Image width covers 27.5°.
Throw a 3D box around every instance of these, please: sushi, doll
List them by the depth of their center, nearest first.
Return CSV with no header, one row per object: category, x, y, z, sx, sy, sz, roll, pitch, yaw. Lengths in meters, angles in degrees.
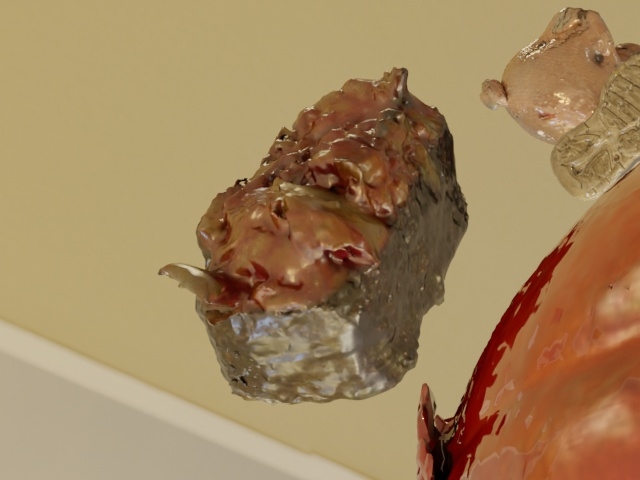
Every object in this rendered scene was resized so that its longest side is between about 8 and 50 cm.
sushi,0.000,0.000,1.107,0.196,0.182,0.343,-10,28,30
doll,0.334,-0.229,1.631,0.303,0.201,0.156,-46,-36,-52

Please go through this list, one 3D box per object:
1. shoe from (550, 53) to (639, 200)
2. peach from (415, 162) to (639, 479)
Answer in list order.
shoe,0.326,-0.118,1.365,0.089,0.092,0.180,49,121,19
peach,0.202,0.101,0.482,0.370,0.370,0.370,-41,33,35
